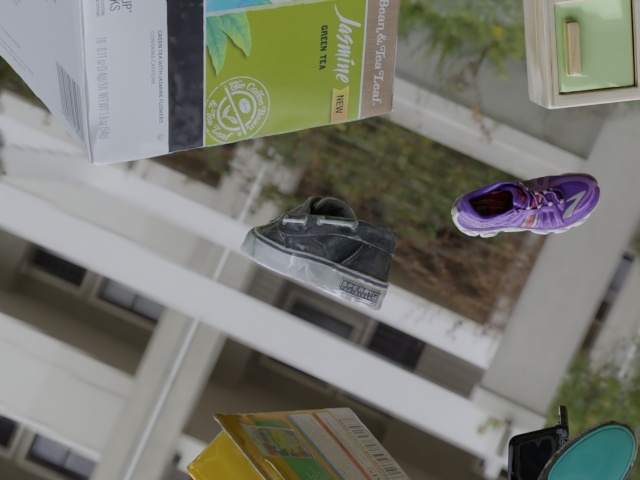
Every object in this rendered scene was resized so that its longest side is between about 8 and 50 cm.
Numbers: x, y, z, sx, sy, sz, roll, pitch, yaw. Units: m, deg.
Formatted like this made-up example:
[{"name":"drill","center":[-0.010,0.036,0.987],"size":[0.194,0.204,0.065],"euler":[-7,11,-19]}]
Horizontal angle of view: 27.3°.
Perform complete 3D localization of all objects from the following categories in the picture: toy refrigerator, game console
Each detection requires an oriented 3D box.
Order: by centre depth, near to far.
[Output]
[{"name":"toy refrigerator","center":[0.248,-0.266,1.248],"size":[0.102,0.269,0.094],"euler":[-6,-167,-3]},{"name":"game console","center":[0.259,0.269,1.576],"size":[0.071,0.122,0.107],"euler":[2,-162,8]}]

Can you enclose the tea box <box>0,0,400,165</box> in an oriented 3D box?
[{"name":"tea box","center":[-0.134,-0.257,1.309],"size":[0.324,0.219,0.329],"euler":[-13,-147,-24]}]

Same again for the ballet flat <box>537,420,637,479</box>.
[{"name":"ballet flat","center":[0.135,0.148,0.745],"size":[0.041,0.114,0.041],"euler":[38,177,3]}]

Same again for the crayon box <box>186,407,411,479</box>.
[{"name":"crayon box","center":[0.004,0.264,1.283],"size":[0.203,0.083,0.323],"euler":[48,-167,20]}]

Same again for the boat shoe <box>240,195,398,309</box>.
[{"name":"boat shoe","center":[0.000,0.000,1.475],"size":[0.108,0.102,0.301],"euler":[22,179,-21]}]

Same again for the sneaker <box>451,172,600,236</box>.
[{"name":"sneaker","center":[0.233,-0.040,1.471],"size":[0.170,0.068,0.071],"euler":[-12,168,-5]}]
